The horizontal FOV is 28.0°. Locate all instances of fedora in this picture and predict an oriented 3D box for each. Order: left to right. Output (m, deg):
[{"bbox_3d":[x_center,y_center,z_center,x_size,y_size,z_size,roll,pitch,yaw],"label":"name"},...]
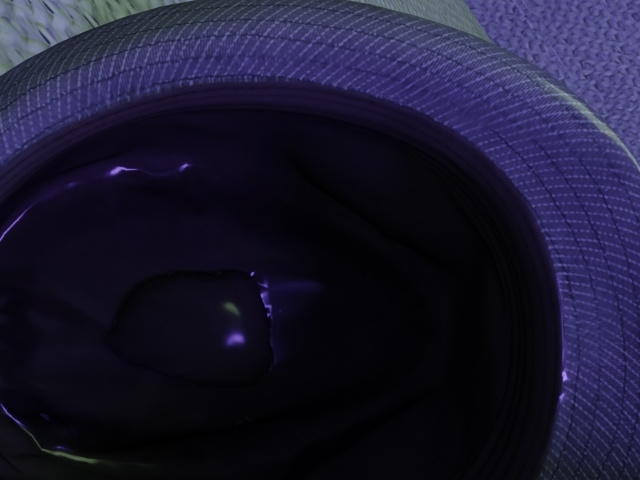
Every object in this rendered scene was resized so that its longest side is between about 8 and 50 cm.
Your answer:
[{"bbox_3d":[-0.024,0.038,0.469,0.124,0.275,0.244,-154,-121,-79],"label":"fedora"}]
